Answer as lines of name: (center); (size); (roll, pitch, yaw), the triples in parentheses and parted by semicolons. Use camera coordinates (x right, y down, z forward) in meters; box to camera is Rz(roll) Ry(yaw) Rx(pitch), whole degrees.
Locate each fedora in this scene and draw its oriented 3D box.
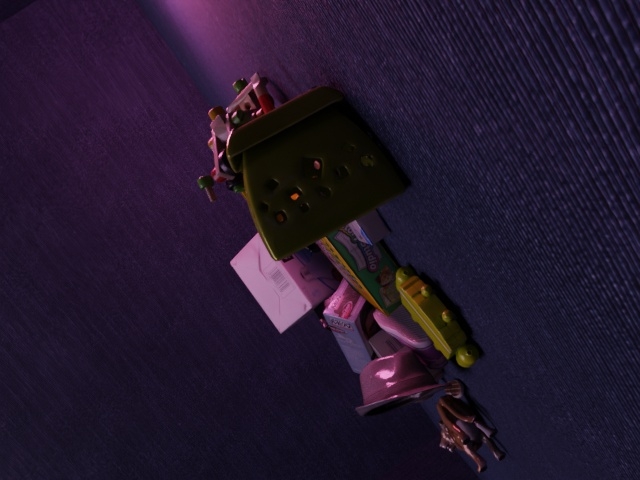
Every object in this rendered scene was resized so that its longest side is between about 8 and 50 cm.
fedora: (0.199, 0.370, 1.386); (0.275, 0.244, 0.124); (124, 134, -54)

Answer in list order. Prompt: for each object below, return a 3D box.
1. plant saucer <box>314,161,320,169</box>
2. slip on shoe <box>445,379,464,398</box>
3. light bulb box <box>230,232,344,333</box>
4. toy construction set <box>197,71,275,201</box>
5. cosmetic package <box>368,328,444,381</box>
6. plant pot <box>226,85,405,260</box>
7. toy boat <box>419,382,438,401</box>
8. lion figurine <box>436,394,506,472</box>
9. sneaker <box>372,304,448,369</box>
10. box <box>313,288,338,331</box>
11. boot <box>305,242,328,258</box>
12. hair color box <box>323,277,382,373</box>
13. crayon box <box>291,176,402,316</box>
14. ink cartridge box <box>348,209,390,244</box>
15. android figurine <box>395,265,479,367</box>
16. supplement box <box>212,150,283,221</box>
plant saucer: (0.008, -0.169, 1.276); (0.083, 0.015, 0.083); (54, 175, 7)
slip on shoe: (0.409, 0.445, 1.557); (0.041, 0.051, 0.135); (15, 163, 0)
light bulb box: (-0.100, 0.122, 2.129); (0.357, 0.225, 0.361); (53, -145, 8)
toy construction set: (-0.153, -0.270, 1.146); (0.237, 0.258, 0.309); (66, 156, 6)
cosmetic package: (0.276, 0.370, 1.644); (0.129, 0.153, 0.296); (49, 174, 38)
plant pot: (-0.026, -0.108, 0.857); (0.207, 0.228, 0.227); (60, 175, -4)
toy boat: (0.286, 0.467, 1.923); (0.318, 0.268, 0.148); (-99, 20, -53)
lion figurine: (0.442, 0.573, 1.646); (0.240, 0.142, 0.392); (48, 165, 49)
sneaker: (0.252, 0.266, 1.470); (0.161, 0.102, 0.282); (53, 176, -29)
box: (0.122, 0.285, 2.026); (0.103, 0.184, 0.261); (52, -173, 39)
boot: (0.000, 0.000, 1.659); (0.246, 0.094, 0.207); (61, -161, -15)
hair color box: (0.146, 0.274, 1.684); (0.114, 0.185, 0.374); (12, 145, 31)
crayon box: (0.056, -0.003, 1.352); (0.362, 0.106, 0.313); (52, 176, -12)
ink cartridge box: (0.092, -0.042, 1.130); (0.088, 0.052, 0.122); (55, 176, -9)
android figurine: (0.239, 0.162, 1.113); (0.248, 0.056, 0.273); (52, 175, 23)
supplement box: (-0.214, -0.234, 1.904); (0.194, 0.195, 0.356); (51, 173, 37)
